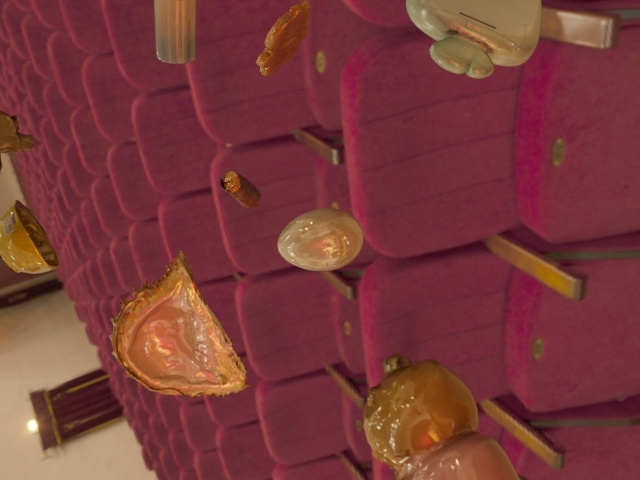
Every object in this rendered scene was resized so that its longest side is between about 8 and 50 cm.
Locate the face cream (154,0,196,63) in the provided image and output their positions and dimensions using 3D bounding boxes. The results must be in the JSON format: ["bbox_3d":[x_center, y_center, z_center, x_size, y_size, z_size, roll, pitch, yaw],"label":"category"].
[{"bbox_3d":[-0.258,-0.446,1.164,0.077,0.077,0.250,49,143,44],"label":"face cream"}]

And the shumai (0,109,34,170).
[{"bbox_3d":[-0.643,-0.110,1.063,0.324,0.323,0.397,1,123,25],"label":"shumai"}]

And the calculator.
[{"bbox_3d":[0.206,-0.315,0.863,0.042,0.184,0.295,117,173,-53],"label":"calculator"}]

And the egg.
[{"bbox_3d":[0.000,0.000,1.588,0.151,0.209,0.151,169,90,-89],"label":"egg"}]

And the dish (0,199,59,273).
[{"bbox_3d":[-0.610,0.006,1.337,0.207,0.080,0.149,48,166,43],"label":"dish"}]

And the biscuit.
[{"bbox_3d":[-0.089,-0.481,1.565,0.036,0.166,0.225,47,163,4],"label":"biscuit"}]

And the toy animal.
[{"bbox_3d":[0.139,0.260,0.782,0.281,0.195,0.169,60,139,40],"label":"toy animal"}]

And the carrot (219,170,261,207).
[{"bbox_3d":[-0.210,-0.133,1.743,0.260,0.070,0.070,43,-155,-82],"label":"carrot"}]

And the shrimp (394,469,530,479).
[{"bbox_3d":[0.352,0.525,1.262,0.445,0.085,0.272,16,138,16],"label":"shrimp"}]

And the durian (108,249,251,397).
[{"bbox_3d":[-0.291,0.186,1.245,0.185,0.196,0.305,31,147,55],"label":"durian"}]
